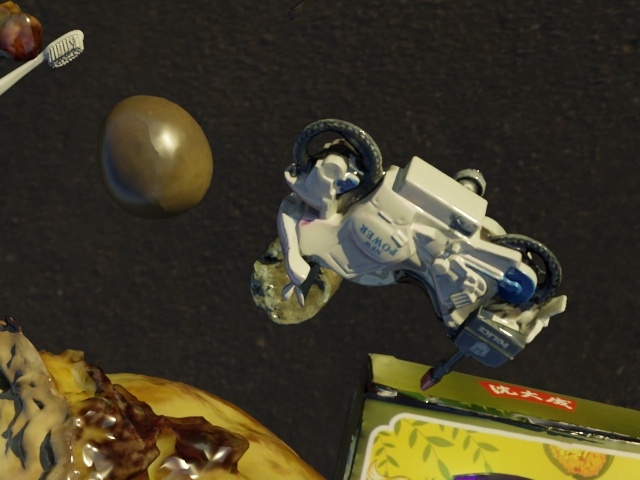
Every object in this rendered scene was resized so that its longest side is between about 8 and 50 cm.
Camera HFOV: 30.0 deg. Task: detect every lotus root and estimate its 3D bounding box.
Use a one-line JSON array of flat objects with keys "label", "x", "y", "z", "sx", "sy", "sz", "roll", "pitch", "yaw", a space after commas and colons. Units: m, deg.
[{"label": "lotus root", "x": -0.041, "y": 0.146, "z": 0.449, "sx": 0.141, "sy": 0.314, "sz": 0.169, "roll": -48, "pitch": 45, "yaw": -4}]

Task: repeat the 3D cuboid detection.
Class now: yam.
[{"label": "yam", "x": 0.000, "y": 0.000, "z": 1.283, "sx": 0.093, "sy": 0.259, "sz": 0.093, "roll": 6, "pitch": 114, "yaw": 14}]

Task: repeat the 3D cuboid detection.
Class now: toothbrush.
[{"label": "toothbrush", "x": -0.349, "y": -0.134, "z": 1.202, "sx": 0.275, "sy": 0.019, "sz": 0.025, "roll": -28, "pitch": 55, "yaw": 15}]

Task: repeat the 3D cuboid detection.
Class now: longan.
[{"label": "longan", "x": -0.239, "y": -0.117, "z": 1.722, "sx": 0.189, "sy": 0.189, "sz": 0.189, "roll": 9, "pitch": 109, "yaw": 28}]

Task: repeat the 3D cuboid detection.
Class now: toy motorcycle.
[{"label": "toy motorcycle", "x": 0.059, "y": 0.012, "z": 0.850, "sx": 0.221, "sy": 0.102, "sz": 0.150, "roll": 31, "pitch": 129, "yaw": -6}]

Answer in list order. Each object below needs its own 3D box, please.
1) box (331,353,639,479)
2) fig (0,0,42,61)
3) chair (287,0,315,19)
[{"label": "box", "x": 0.185, "y": 0.370, "z": 1.355, "sx": 0.372, "sy": 0.138, "sz": 0.420, "roll": 12, "pitch": 101, "yaw": -2}, {"label": "fig", "x": -0.219, "y": -0.067, "z": 0.517, "sx": 0.235, "sy": 0.203, "sz": 0.203, "roll": -11, "pitch": 99, "yaw": 6}, {"label": "chair", "x": 0.038, "y": -0.329, "z": 1.190, "sx": 0.229, "sy": 0.106, "sz": 0.113, "roll": -31, "pitch": 112, "yaw": 19}]
